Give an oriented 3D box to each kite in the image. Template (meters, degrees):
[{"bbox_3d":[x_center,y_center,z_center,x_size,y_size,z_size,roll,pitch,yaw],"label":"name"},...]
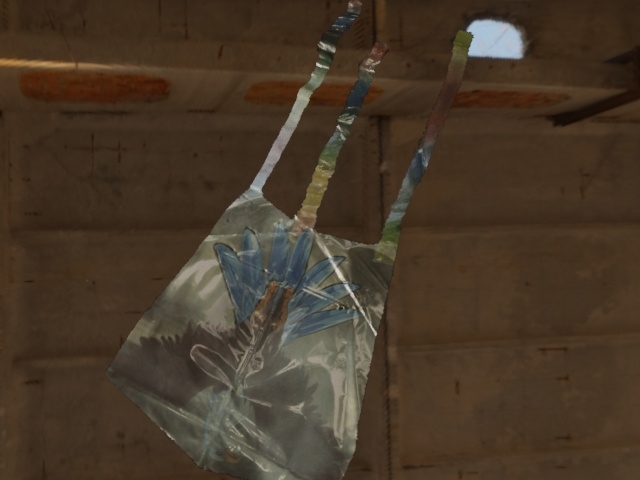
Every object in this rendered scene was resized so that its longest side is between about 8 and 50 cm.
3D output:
[{"bbox_3d":[0.001,0.000,0.491,0.169,0.015,0.310,28,-93,24],"label":"kite"}]
